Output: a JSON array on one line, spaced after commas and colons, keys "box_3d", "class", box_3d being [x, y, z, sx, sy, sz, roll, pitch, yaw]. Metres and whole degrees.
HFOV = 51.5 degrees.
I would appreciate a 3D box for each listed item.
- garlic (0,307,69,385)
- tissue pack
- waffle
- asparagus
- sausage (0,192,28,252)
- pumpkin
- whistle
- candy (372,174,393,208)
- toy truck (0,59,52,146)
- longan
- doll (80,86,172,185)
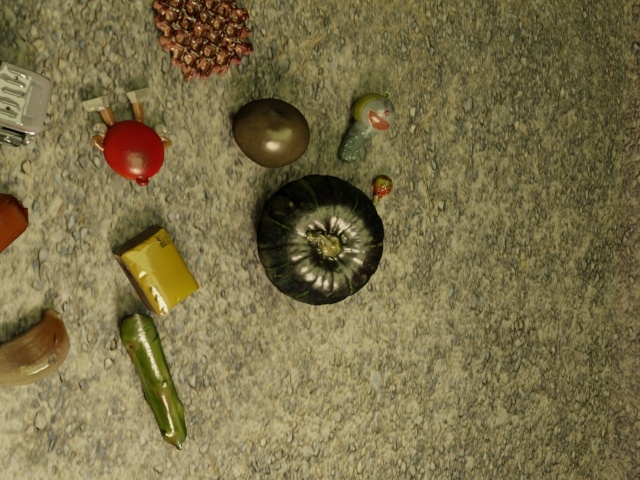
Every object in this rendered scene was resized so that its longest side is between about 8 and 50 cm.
[{"box_3d": [-0.605, 0.229, 1.338, 0.198, 0.090, 0.128, -26, 91, -24], "class": "garlic"}, {"box_3d": [-0.365, 0.066, 1.482, 0.120, 0.082, 0.169, -37, 112, -28], "class": "tissue pack"}, {"box_3d": [-0.265, -0.490, 1.538, 0.234, 0.055, 0.221, -32, 112, -23], "class": "waffle"}, {"box_3d": [-0.369, 0.312, 1.495, 0.082, 0.085, 0.342, -25, 107, -27], "class": "asparagus"}, {"box_3d": [-0.693, 0.045, 1.250, 0.348, 0.094, 0.097, -49, 121, -23], "class": "sausage"}, {"box_3d": [0.000, 0.000, 1.632, 0.324, 0.241, 0.322, -3, 98, -19], "class": "pumpkin"}, {"box_3d": [0.127, -0.306, 1.785, 0.123, 0.123, 0.223, 33, 89, -31], "class": "whistle"}, {"box_3d": [0.150, -0.089, 1.851, 0.061, 0.060, 0.200, 22, 87, -33], "class": "candy"}, {"box_3d": [-0.677, -0.288, 1.196, 0.364, 0.178, 0.176, 17, 82, -37], "class": "toy truck"}, {"box_3d": [-0.118, -0.258, 1.588, 0.187, 0.167, 0.167, 24, 79, -32], "class": "longan"}, {"box_3d": [-0.406, -0.219, 1.442, 0.183, 0.085, 0.217, -21, 87, -34], "class": "doll"}]
